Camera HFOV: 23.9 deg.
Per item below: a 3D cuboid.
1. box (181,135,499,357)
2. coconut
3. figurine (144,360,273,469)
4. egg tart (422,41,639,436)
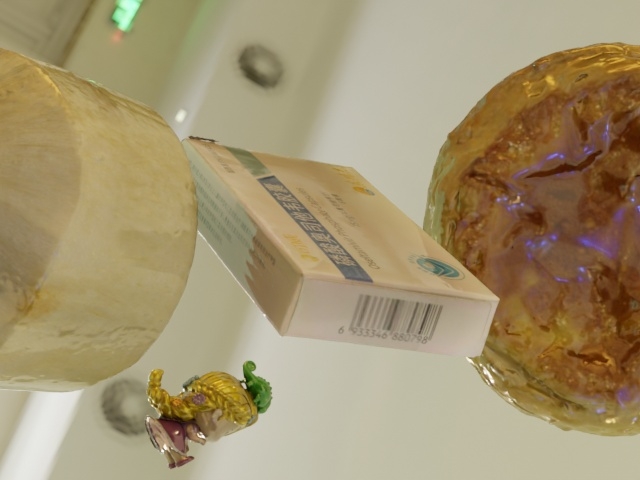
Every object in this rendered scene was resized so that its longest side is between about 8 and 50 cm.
[{"bbox_3d":[0.000,0.000,1.428,0.343,0.200,0.065,47,-56,58],"label":"box"},{"bbox_3d":[-0.268,-0.015,1.305,0.323,0.323,0.323,-53,-163,24],"label":"coconut"},{"bbox_3d":[-0.132,0.183,1.763,0.156,0.115,0.095,-25,-173,-24],"label":"figurine"},{"bbox_3d":[0.327,0.001,1.669,0.443,0.443,0.178,-60,172,3],"label":"egg tart"}]
